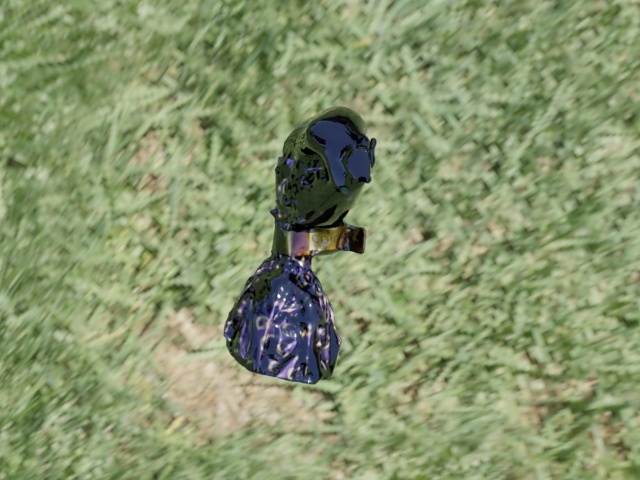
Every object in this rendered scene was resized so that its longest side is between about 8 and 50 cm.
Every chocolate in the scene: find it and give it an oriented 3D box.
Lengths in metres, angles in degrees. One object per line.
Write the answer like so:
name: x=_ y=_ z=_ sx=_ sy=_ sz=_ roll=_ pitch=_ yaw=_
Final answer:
chocolate: x=-0.002 y=-0.001 z=0.868 sx=0.070 sy=0.147 sz=0.072 roll=-1 pitch=32 yaw=-40
